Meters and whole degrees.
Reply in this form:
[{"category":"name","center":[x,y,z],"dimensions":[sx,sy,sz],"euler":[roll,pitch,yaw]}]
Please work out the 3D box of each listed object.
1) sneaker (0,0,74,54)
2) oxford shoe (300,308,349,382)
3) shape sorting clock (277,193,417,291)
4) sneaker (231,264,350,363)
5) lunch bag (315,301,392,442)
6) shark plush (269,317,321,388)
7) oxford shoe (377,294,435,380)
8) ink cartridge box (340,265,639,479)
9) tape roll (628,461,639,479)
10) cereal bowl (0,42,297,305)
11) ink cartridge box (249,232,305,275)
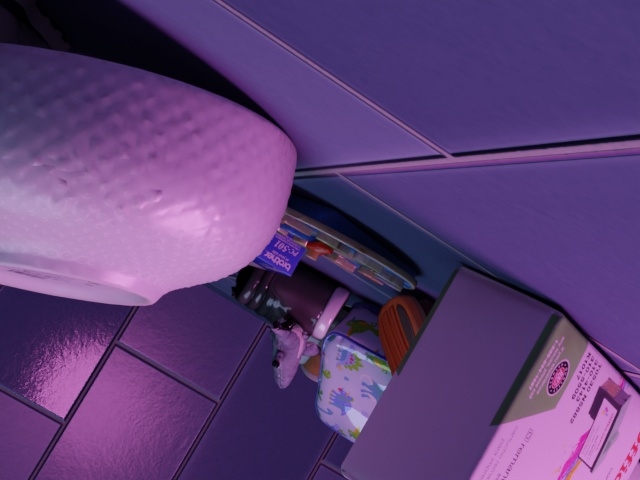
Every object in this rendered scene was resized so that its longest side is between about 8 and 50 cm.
[{"category":"sneaker","center":[-0.274,-0.159,1.080],"dimensions":[0.090,0.094,0.235],"euler":[28,174,9]},{"category":"oxford shoe","center":[0.095,0.229,2.130],"dimensions":[0.169,0.130,0.449],"euler":[23,171,35]},{"category":"shape sorting clock","center":[0.000,0.000,1.275],"dimensions":[0.206,0.040,0.206],"euler":[30,173,4]},{"category":"sneaker","center":[-0.049,0.085,1.830],"dimensions":[0.147,0.104,0.296],"euler":[32,165,3]},{"category":"lunch bag","center":[0.088,0.199,1.763],"dimensions":[0.176,0.090,0.219],"euler":[28,140,19]},{"category":"shark plush","center":[-0.040,0.141,1.693],"dimensions":[0.073,0.067,0.161],"euler":[27,161,2]},{"category":"oxford shoe","center":[0.148,0.149,1.515],"dimensions":[0.363,0.133,0.130],"euler":[75,178,-63]},{"category":"ink cartridge box","center":[0.169,0.176,1.152],"dimensions":[0.117,0.201,0.278],"euler":[25,171,38]},{"category":"tape roll","center":[0.423,0.358,1.903],"dimensions":[0.392,0.072,0.392],"euler":[30,173,4]},{"category":"cereal bowl","center":[-0.192,-0.033,1.017],"dimensions":[0.339,0.141,0.339],"euler":[8,170,1]},{"category":"ink cartridge box","center":[-0.096,-0.006,1.601],"dimensions":[0.097,0.046,0.207],"euler":[32,173,-17]}]
